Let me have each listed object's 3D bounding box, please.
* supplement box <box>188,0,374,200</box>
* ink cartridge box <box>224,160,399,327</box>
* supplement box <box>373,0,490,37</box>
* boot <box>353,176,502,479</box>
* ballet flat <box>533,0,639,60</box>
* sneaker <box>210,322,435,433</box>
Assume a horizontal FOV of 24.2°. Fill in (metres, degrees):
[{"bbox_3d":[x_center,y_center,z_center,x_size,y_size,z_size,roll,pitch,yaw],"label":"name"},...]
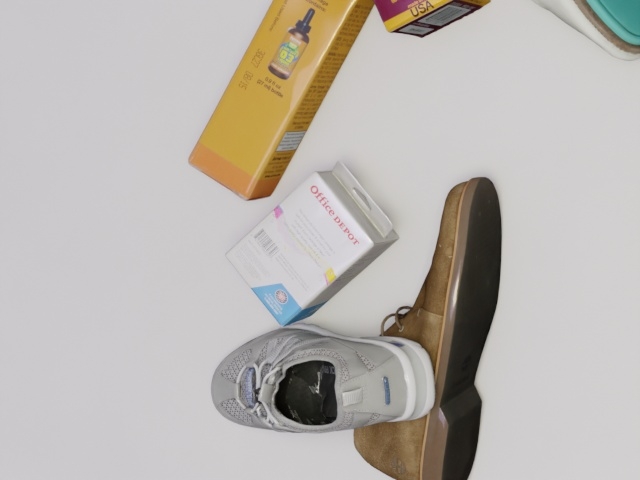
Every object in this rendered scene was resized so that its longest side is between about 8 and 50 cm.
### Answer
[{"bbox_3d":[-0.035,-0.157,1.448,0.078,0.080,0.233,33,106,14],"label":"supplement box"},{"bbox_3d":[0.000,0.000,1.438,0.143,0.090,0.092,-41,80,17],"label":"ink cartridge box"},{"bbox_3d":[0.074,-0.290,1.382,0.080,0.104,0.188,-25,85,21],"label":"supplement box"},{"bbox_3d":[0.098,0.084,1.407,0.115,0.112,0.305,15,101,29],"label":"boot"},{"bbox_3d":[0.164,-0.328,1.331,0.139,0.139,0.400,-29,99,20],"label":"ballet flat"},{"bbox_3d":[-0.026,0.130,1.408,0.281,0.115,0.105,-13,84,49],"label":"sneaker"}]
